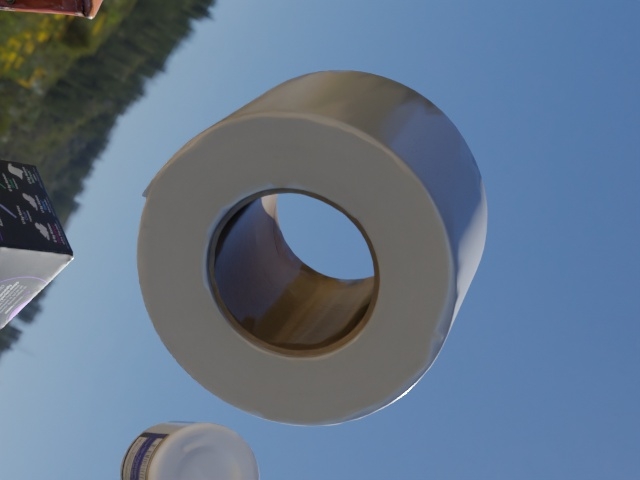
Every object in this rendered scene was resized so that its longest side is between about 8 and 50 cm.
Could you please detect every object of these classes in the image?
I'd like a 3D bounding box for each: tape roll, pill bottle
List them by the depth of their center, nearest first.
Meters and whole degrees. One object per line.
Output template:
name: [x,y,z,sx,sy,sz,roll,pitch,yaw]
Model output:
tape roll: [0.000,0.000,0.965,0.246,0.246,0.169,-55,177,23]
pill bottle: [-0.143,0.241,1.263,0.112,0.112,0.186,-66,-163,-16]

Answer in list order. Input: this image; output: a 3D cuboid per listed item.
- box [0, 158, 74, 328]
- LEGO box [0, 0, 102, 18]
box: [-0.450,-0.004,1.411,0.165,0.270,0.143,-41,-118,25]
LEGO box: [-0.341,-0.421,0.839,0.193,0.372,0.500,-82,174,-48]
